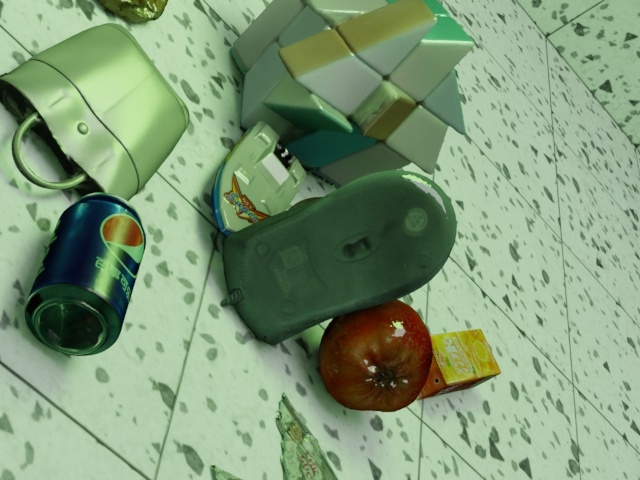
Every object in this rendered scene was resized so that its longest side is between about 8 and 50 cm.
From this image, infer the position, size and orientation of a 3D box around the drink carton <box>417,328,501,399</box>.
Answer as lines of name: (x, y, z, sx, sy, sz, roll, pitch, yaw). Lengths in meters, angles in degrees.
drink carton: (0.228, 0.215, 2.273, 0.223, 0.071, 0.096, -1, 64, -58)

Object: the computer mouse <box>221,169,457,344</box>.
computer mouse: (0.020, 0.021, 1.917, 0.122, 0.371, 0.188, -172, -120, -79)

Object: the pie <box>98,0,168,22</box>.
pie: (-0.318, -0.424, 2.047, 0.195, 0.046, 0.195, 40, 31, -30)

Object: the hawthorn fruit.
hawthorn fruit: (0.080, 0.163, 1.987, 0.179, 0.179, 0.200, 41, 15, -29)

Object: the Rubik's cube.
Rubik's cube: (0.063, -0.286, 2.221, 0.387, 0.368, 0.358, 30, 22, -42)

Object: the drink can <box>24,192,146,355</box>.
drink can: (-0.281, 0.038, 1.568, 0.118, 0.118, 0.205, 43, 30, -27)

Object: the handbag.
handbag: (-0.326, -0.152, 1.756, 0.241, 0.109, 0.315, 51, 42, -11)

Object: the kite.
kite: (-0.017, 0.384, 1.762, 0.368, 0.014, 0.406, 36, 35, -37)

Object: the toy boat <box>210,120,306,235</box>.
toy boat: (-0.103, -0.080, 2.005, 0.129, 0.088, 0.295, 52, 28, -13)

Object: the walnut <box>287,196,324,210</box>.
walnut: (0.001, 0.000, 2.048, 0.140, 0.140, 0.162, 63, 20, 8)
